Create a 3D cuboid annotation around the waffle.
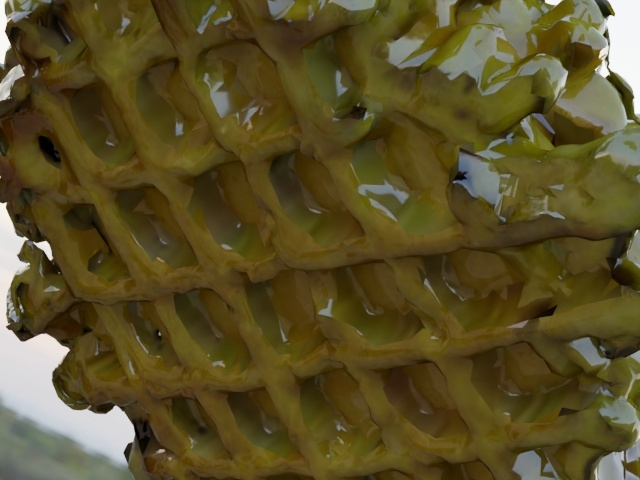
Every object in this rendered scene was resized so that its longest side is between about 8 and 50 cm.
[{"bbox_3d":[0.000,0.000,0.441,0.197,0.070,0.193,22,-48,24],"label":"waffle"}]
